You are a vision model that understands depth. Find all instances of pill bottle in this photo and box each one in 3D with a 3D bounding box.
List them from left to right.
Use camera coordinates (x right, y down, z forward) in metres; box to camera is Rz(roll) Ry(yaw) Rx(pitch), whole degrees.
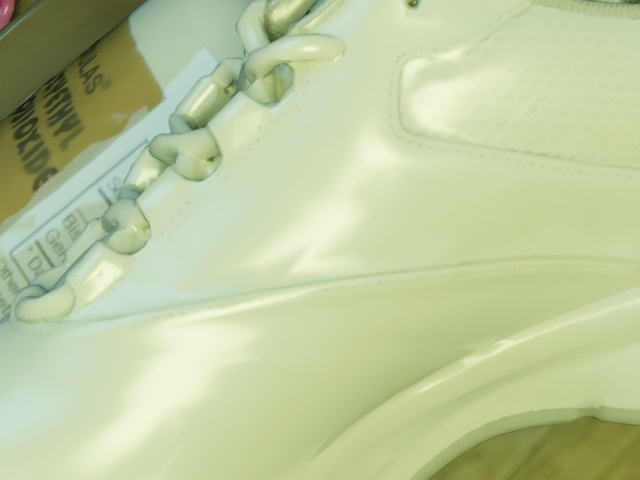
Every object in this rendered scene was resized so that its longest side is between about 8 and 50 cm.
[{"bbox_3d":[-0.030,-0.002,0.542,0.229,0.131,0.131,-38,29,8],"label":"pill bottle"}]

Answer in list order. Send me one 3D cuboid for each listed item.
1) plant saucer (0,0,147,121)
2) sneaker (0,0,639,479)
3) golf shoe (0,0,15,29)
[{"bbox_3d":[-0.115,-0.024,0.775,0.278,0.041,0.278,-30,31,20],"label":"plant saucer"},{"bbox_3d":[0.000,0.000,0.426,0.297,0.129,0.111,-23,20,-7],"label":"sneaker"},{"bbox_3d":[-0.299,-0.119,0.958,0.306,0.115,0.140,-20,33,-30],"label":"golf shoe"}]
